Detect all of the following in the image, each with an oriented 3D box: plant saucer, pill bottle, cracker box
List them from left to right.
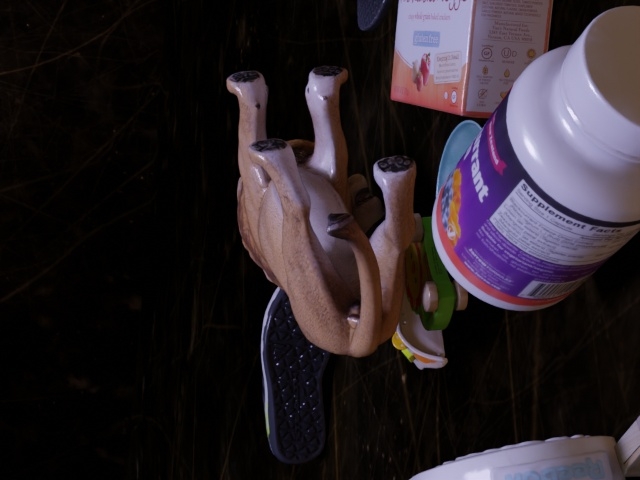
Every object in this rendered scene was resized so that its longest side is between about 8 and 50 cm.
[{"bbox_3d":[0.114,-0.212,0.879,0.155,0.067,0.232,-147,60,-71],"label":"cracker box"},{"bbox_3d":[0.121,-0.033,0.920,0.119,0.021,0.119,-179,90,-74],"label":"plant saucer"},{"bbox_3d":[0.143,-0.044,0.676,0.193,0.108,0.108,120,148,-59],"label":"pill bottle"}]

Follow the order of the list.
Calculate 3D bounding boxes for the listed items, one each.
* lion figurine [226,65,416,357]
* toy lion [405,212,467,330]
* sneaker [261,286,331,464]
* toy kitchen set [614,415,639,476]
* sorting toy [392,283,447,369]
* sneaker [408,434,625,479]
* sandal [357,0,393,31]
[{"bbox_3d":[0.000,0.000,0.989,0.392,0.142,0.240,-99,3,-64],"label":"lion figurine"},{"bbox_3d":[0.085,0.029,0.951,0.096,0.034,0.100,102,162,-57],"label":"toy lion"},{"bbox_3d":[-0.037,0.142,1.354,0.097,0.084,0.235,-131,45,-69],"label":"sneaker"},{"bbox_3d":[0.192,0.105,0.529,0.068,0.083,0.075,109,157,-49],"label":"toy kitchen set"},{"bbox_3d":[0.083,0.078,1.029,0.075,0.044,0.083,79,-175,-66],"label":"sorting toy"},{"bbox_3d":[0.098,0.217,0.699,0.366,0.135,0.150,87,175,-72],"label":"sneaker"},{"bbox_3d":[0.082,-0.269,1.073,0.179,0.040,0.067,-66,28,20],"label":"sandal"}]
